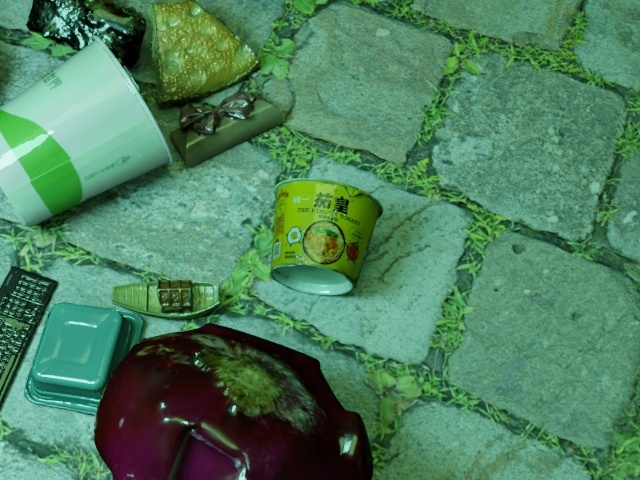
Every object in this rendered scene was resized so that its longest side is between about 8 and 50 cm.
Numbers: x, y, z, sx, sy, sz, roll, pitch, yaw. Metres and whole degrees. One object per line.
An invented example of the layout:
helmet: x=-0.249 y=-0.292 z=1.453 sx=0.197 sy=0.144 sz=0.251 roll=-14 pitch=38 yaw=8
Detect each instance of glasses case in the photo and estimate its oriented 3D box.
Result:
glasses case: x=-0.174 y=-0.220 z=1.928 sx=0.193 sy=0.070 sz=0.102 roll=-27 pitch=64 yaw=-16

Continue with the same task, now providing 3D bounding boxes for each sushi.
sushi: x=-0.411 y=-0.389 z=1.969 sx=0.212 sy=0.147 sz=0.115 roll=25 pitch=99 yaw=8

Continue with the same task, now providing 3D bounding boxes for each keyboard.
keyboard: x=-0.505 y=0.157 z=1.738 sx=0.087 sy=0.017 sz=0.250 roll=20 pitch=62 yaw=-1

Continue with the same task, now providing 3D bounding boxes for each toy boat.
toy boat: x=-0.246 y=0.091 z=1.759 sx=0.172 sy=0.066 sz=0.065 roll=0 pitch=64 yaw=-2

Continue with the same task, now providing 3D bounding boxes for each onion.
onion: x=-0.145 y=0.344 z=1.518 sx=0.398 sy=0.398 sz=0.420 roll=25 pitch=106 yaw=12

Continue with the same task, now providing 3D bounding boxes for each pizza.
pizza: x=-0.220 y=-0.347 z=2.000 sx=0.204 sy=0.080 sz=0.188 roll=-11 pitch=85 yaw=-19

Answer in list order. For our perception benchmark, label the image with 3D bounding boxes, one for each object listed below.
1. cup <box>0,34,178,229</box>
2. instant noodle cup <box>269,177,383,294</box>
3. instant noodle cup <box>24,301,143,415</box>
cup: x=-0.413 y=-0.169 z=1.805 sx=0.274 sy=0.253 sz=0.253 roll=-32 pitch=67 yaw=-11
instant noodle cup: x=0.000 y=0.000 z=1.763 sx=0.182 sy=0.182 sz=0.144 roll=10 pitch=70 yaw=4
instant noodle cup: x=-0.373 y=0.174 z=1.710 sx=0.157 sy=0.070 sz=0.179 roll=9 pitch=63 yaw=5
